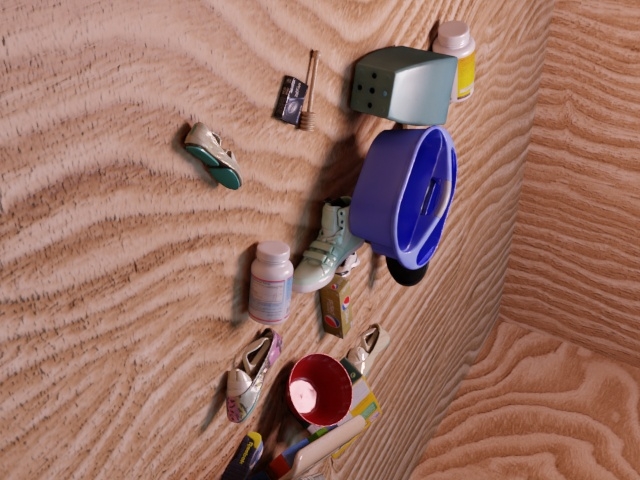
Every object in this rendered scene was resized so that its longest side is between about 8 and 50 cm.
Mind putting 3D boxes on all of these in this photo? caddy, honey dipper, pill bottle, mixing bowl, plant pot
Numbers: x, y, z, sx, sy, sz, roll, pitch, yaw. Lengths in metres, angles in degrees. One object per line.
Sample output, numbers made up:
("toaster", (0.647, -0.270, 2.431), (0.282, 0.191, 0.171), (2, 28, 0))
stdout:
("caddy", (0.215, -0.103, 1.631), (0.241, 0.179, 0.341), (36, 69, -51))
("honey dipper", (-0.018, -0.301, 1.415), (0.030, 0.031, 0.160), (-17, 118, -61))
("pill bottle", (-0.101, 0.085, 1.433), (0.087, 0.087, 0.160), (-33, 135, -54))
("mixing bowl", (-0.021, 0.378, 1.747), (0.098, 0.181, 0.181), (-34, -167, 51))
("pill bottle", (0.375, -0.504, 1.981), (0.117, 0.117, 0.214), (-56, 151, -31))
("plant pot", (0.180, -0.357, 1.639), (0.234, 0.166, 0.165), (-20, 125, -50))

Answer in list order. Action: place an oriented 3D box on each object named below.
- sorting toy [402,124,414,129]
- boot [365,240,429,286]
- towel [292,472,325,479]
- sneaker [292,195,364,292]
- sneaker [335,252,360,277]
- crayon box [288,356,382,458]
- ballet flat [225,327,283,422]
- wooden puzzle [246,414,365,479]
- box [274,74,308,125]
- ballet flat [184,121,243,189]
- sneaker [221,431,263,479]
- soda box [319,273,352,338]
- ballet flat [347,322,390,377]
("sorting toy", (0.267, -0.165, 1.892), (0.229, 0.041, 0.307), (48, 34, -42))
("boot", (0.201, -0.010, 1.925), (0.260, 0.131, 0.347), (-33, 121, -62))
("towel", (-0.176, 0.617, 1.510), (0.324, 0.056, 0.312), (-48, 154, 21))
("sneaker", (0.000, 0.000, 1.595), (0.256, 0.094, 0.151), (-44, 134, -37))
("sneaker", (0.064, 0.061, 1.832), (0.109, 0.040, 0.043), (-45, 128, -51))
("crayon box", (0.050, 0.471, 1.946), (0.203, 0.083, 0.323), (-42, 147, -11))
("ballet flat", (-0.151, 0.277, 1.497), (0.221, 0.077, 0.079), (-60, 135, -35))
("wooden puzzle", (-0.081, 0.557, 1.706), (0.348, 0.080, 0.322), (-49, 161, 25))
("box", (-0.056, -0.271, 1.362), (0.067, 0.018, 0.083), (11, 97, -66))
("ballet flat", (-0.169, -0.141, 1.177), (0.168, 0.057, 0.052), (51, 51, -62))
("sneaker", (-0.174, 0.518, 1.624), (0.144, 0.053, 0.059), (-56, 154, -28))
("soda box", (0.041, 0.170, 1.819), (0.058, 0.061, 0.181), (-51, 148, -38))
("ballet flat", (0.128, 0.335, 2.116), (0.248, 0.086, 0.086), (-46, 145, -46))
